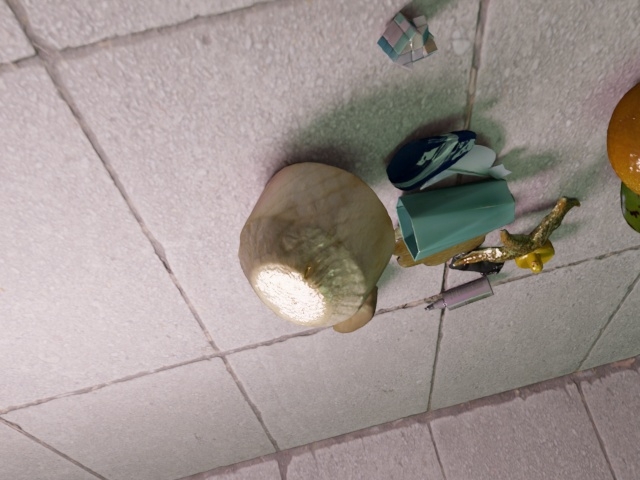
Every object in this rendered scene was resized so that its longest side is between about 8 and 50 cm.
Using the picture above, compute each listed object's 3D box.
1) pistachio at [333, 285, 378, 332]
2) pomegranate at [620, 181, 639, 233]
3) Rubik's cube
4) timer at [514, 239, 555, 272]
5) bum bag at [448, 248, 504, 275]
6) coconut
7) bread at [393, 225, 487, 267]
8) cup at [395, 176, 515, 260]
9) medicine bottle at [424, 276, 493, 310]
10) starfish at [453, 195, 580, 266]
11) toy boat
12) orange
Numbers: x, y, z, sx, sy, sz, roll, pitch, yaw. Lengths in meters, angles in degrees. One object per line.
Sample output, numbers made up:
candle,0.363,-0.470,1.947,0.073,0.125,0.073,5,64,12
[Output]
pistachio,0.078,0.168,2.127,0.135,0.136,0.226,-6,158,-19
pomegranate,0.794,-0.100,1.844,0.254,0.271,0.254,9,137,8
Rubik's cube,0.143,-0.307,1.285,0.073,0.075,0.084,16,139,-43
timer,0.556,0.042,2.145,0.107,0.109,0.107,-12,154,-6
bum bag,0.417,0.060,2.174,0.197,0.049,0.087,8,140,-38
coconut,0.000,0.000,1.595,0.328,0.329,0.329,-12,153,-6
bread,0.283,-0.006,1.963,0.286,0.056,0.207,-10,152,-14
cup,0.294,-0.058,1.800,0.235,0.148,0.134,-18,137,-8
medicine bottle,0.389,0.163,2.348,0.199,0.058,0.057,-21,153,10
starfish,0.467,-0.001,1.950,0.347,0.078,0.357,-30,171,32
toy boat,0.253,-0.144,1.677,0.210,0.071,0.291,-20,160,24
orange,0.691,-0.201,1.583,0.274,0.274,0.274,-12,153,-6
